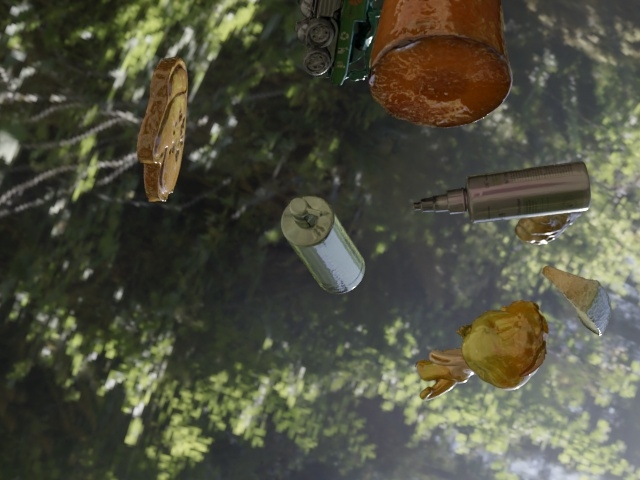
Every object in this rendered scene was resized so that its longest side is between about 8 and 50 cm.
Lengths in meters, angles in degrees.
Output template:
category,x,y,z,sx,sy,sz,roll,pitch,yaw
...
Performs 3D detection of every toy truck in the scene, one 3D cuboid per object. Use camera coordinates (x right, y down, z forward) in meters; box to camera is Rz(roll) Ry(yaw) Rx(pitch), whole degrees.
category,x,y,z,sx,sy,sz,roll,pitch,yaw
toy truck,0.048,-0.492,2.057,0.176,0.178,0.363,-101,-167,-50

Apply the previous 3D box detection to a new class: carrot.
category,x,y,z,sx,sy,sz,roll,pitch,yaw
carrot,0.128,-0.263,1.119,0.159,0.159,0.225,-29,-127,46

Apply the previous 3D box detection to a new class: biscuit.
category,x,y,z,sx,sy,sz,roll,pitch,yaw
biscuit,-0.148,-0.102,0.947,0.118,0.023,0.140,-72,170,-66
biscuit,0.370,-0.038,1.586,0.061,0.183,0.118,45,-60,16

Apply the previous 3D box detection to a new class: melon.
category,x,y,z,sx,sy,sz,roll,pitch,yaw
melon,0.407,0.104,1.525,0.098,0.182,0.054,30,-99,43

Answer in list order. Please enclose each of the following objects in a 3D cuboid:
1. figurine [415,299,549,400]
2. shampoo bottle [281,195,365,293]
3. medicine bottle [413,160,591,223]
category,x,y,z,sx,sy,sz,roll,pitch,yaw
figurine,0.253,0.176,1.530,0.246,0.156,0.131,-35,-133,47
shampoo bottle,0.000,0.000,1.514,0.085,0.262,0.085,-6,-114,14
medicine bottle,0.205,-0.051,1.138,0.199,0.058,0.058,-7,-126,6
